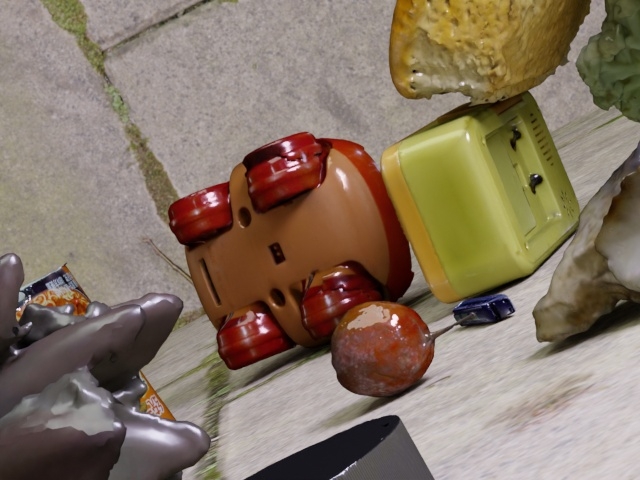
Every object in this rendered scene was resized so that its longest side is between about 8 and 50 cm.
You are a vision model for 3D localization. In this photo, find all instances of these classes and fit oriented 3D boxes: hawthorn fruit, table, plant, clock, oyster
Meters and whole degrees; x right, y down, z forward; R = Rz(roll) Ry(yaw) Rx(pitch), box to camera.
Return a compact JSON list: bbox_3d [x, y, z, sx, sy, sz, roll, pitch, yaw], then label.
[{"bbox_3d":[0.056,0.066,1.148,0.103,0.067,0.067,-14,7,18],"label":"hawthorn fruit"},{"bbox_3d":[-0.013,0.128,0.786,0.133,0.043,0.133,-28,3,1],"label":"table"},{"bbox_3d":[-0.205,0.131,0.938,0.321,0.194,0.181,-20,-5,16],"label":"plant"},{"bbox_3d":[0.135,-0.041,1.463,0.096,0.143,0.202,-24,4,26],"label":"clock"},{"bbox_3d":[0.248,-0.056,0.951,0.166,0.110,0.341,-22,-14,-40],"label":"oyster"}]

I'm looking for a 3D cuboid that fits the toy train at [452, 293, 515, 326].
[{"bbox_3d":[0.116,0.050,1.262,0.017,0.017,0.083,-31,3,-17],"label":"toy train"}]

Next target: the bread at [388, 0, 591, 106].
[{"bbox_3d":[0.144,-0.198,1.442,0.245,0.121,0.174,-33,-36,-62],"label":"bread"}]

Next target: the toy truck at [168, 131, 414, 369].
[{"bbox_3d":[0.000,0.000,1.693,0.239,0.189,0.265,-18,-5,-46],"label":"toy truck"}]

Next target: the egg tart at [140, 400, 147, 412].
[{"bbox_3d":[-0.217,0.178,1.232,0.241,0.106,0.241,-30,4,2],"label":"egg tart"}]

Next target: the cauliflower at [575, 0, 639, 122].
[{"bbox_3d":[0.332,-0.204,1.371,0.327,0.260,0.281,-52,-12,23],"label":"cauliflower"}]

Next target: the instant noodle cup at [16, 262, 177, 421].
[{"bbox_3d":[-0.249,0.138,1.490,0.230,0.182,0.230,-27,3,1],"label":"instant noodle cup"}]
